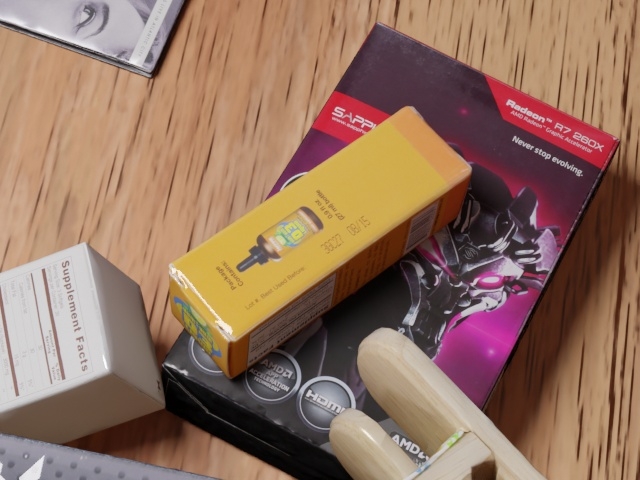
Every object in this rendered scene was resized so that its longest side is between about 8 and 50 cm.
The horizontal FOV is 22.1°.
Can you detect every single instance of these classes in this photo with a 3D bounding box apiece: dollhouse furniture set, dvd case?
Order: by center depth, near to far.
[{"bbox_3d":[-0.108,0.233,1.008,0.362,0.394,0.256,-38,74,-23],"label":"dollhouse furniture set"},{"bbox_3d":[-0.222,-0.246,1.443,0.221,0.018,0.165,20,62,2],"label":"dvd case"}]

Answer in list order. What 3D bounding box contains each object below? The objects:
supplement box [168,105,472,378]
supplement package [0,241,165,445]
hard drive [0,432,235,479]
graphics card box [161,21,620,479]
[{"bbox_3d":[0.000,0.000,1.217,0.233,0.080,0.078,-33,69,-22],"label":"supplement box"},{"bbox_3d":[-0.220,0.091,1.191,0.179,0.105,0.105,-20,65,10],"label":"supplement package"},{"bbox_3d":[-0.125,0.225,0.760,0.172,0.054,0.255,11,66,2],"label":"hard drive"},{"bbox_3d":[0.060,0.022,1.307,0.232,0.094,0.371,28,64,8],"label":"graphics card box"}]
